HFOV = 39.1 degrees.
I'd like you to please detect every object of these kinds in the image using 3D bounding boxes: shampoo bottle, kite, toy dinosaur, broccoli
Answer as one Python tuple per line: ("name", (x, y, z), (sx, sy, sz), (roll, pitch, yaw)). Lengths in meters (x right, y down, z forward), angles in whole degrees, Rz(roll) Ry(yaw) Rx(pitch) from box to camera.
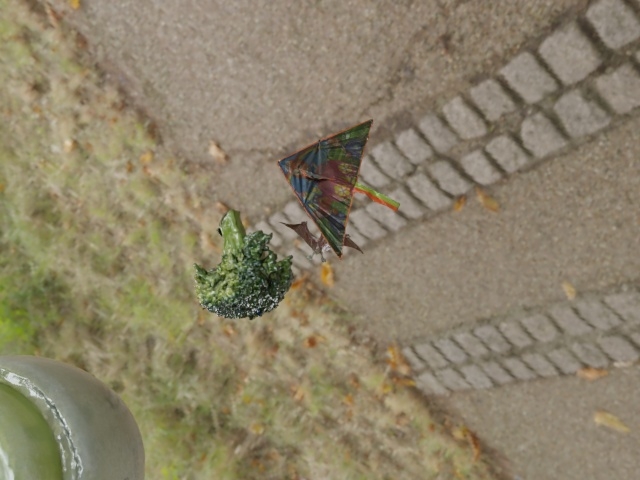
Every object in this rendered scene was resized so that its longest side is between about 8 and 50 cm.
("shampoo bottle", (-0.408, 0.315, 1.217), (0.322, 0.323, 0.317), (19, -177, 25))
("kite", (0.023, -0.070, 1.081), (0.159, 0.190, 0.010), (16, 161, -10))
("toy dinosaur", (0.000, -0.001, 2.174), (0.220, 0.032, 0.108), (17, 124, -7))
("broccoli", (-0.115, 0.037, 1.300), (0.160, 0.154, 0.167), (68, -170, 14))
